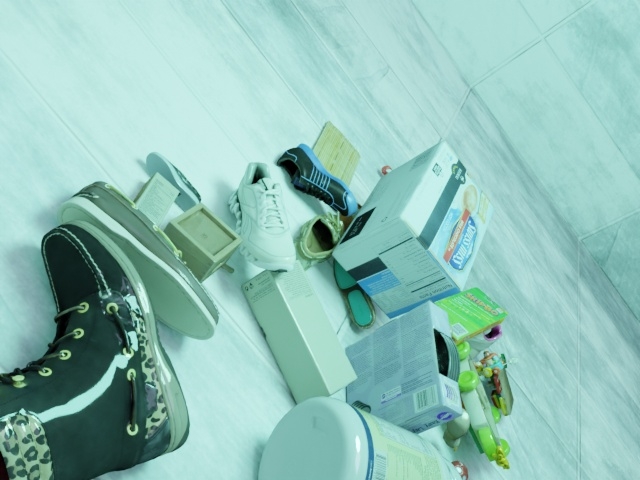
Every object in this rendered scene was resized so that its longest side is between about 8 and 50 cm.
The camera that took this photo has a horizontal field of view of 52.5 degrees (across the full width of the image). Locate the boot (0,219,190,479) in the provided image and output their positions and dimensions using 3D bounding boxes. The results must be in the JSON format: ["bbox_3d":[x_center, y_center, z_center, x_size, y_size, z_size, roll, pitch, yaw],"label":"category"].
[{"bbox_3d":[-0.359,0.161,0.873,0.284,0.138,0.378,-18,83,-57],"label":"boot"}]

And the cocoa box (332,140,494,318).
[{"bbox_3d":[0.233,-0.026,1.563,0.228,0.231,0.347,49,44,-14],"label":"cocoa box"}]

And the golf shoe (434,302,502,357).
[{"bbox_3d":[0.383,0.227,1.801,0.306,0.140,0.115,27,44,-37],"label":"golf shoe"}]

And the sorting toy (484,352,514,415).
[{"bbox_3d":[0.510,0.422,1.861,0.274,0.046,0.133,-15,89,-69],"label":"sorting toy"}]

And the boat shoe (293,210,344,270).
[{"bbox_3d":[0.000,0.000,1.521,0.105,0.089,0.285,53,32,-6],"label":"boat shoe"}]

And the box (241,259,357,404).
[{"bbox_3d":[-0.043,0.184,1.306,0.113,0.094,0.275,-12,73,-56],"label":"box"}]

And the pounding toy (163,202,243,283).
[{"bbox_3d":[-0.221,0.015,1.227,0.130,0.100,0.141,42,31,2],"label":"pounding toy"}]

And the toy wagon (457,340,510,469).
[{"bbox_3d":[0.397,0.426,1.621,0.344,0.068,0.267,-85,150,-61],"label":"toy wagon"}]

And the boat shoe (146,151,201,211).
[{"bbox_3d":[-0.288,-0.118,1.280,0.142,0.049,0.040,53,26,-19],"label":"boat shoe"}]

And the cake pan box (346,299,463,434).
[{"bbox_3d":[0.164,0.282,1.342,0.070,0.266,0.246,31,39,-32],"label":"cake pan box"}]

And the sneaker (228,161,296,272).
[{"bbox_3d":[-0.115,-0.050,1.310,0.110,0.118,0.292,5,37,-28],"label":"sneaker"}]

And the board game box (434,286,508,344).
[{"bbox_3d":[0.387,0.196,1.726,0.259,0.039,0.124,-15,48,-42],"label":"board game box"}]

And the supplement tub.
[{"bbox_3d":[0.080,0.429,1.132,0.324,0.235,0.236,33,40,-34],"label":"supplement tub"}]

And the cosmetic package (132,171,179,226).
[{"bbox_3d":[-0.313,-0.067,1.204,0.060,0.041,0.115,44,35,-20],"label":"cosmetic package"}]

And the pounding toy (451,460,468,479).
[{"bbox_3d":[0.287,0.571,1.407,0.183,0.110,0.237,43,35,-22],"label":"pounding toy"}]

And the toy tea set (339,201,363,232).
[{"bbox_3d":[0.193,-0.038,1.778,0.336,0.124,0.200,-7,69,-55],"label":"toy tea set"}]

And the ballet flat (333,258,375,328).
[{"bbox_3d":[0.082,0.120,1.570,0.067,0.073,0.206,52,22,-67],"label":"ballet flat"}]

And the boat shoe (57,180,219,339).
[{"bbox_3d":[-0.285,0.033,1.093,0.324,0.116,0.097,44,38,-11],"label":"boat shoe"}]

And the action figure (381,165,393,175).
[{"bbox_3d":[0.306,-0.139,2.012,0.280,0.139,0.091,48,32,-11],"label":"action figure"}]

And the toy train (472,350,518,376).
[{"bbox_3d":[0.476,0.337,1.823,0.125,0.166,0.046,-29,87,-17],"label":"toy train"}]

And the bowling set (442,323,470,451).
[{"bbox_3d":[0.231,0.340,1.534,0.154,0.199,0.287,89,1,-54],"label":"bowling set"}]

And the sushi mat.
[{"bbox_3d":[0.036,-0.214,1.814,0.151,0.019,0.317,45,34,-17],"label":"sushi mat"}]

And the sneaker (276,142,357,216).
[{"bbox_3d":[-0.012,-0.137,1.614,0.090,0.081,0.232,-35,76,-32],"label":"sneaker"}]
